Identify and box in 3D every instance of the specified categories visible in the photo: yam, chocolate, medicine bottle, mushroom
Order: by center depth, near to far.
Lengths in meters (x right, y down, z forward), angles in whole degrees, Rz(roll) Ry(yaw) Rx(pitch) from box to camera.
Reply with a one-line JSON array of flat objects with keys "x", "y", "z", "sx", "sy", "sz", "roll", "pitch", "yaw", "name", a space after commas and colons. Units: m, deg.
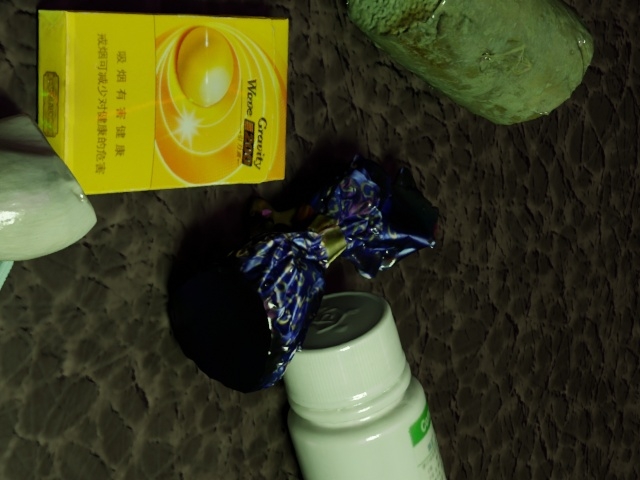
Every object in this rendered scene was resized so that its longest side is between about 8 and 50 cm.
[{"x": -0.267, "y": -0.026, "z": 1.243, "sx": 0.225, "sy": 0.116, "sz": 0.093, "roll": -21, "pitch": 154, "yaw": -36, "name": "mushroom"}, {"x": 0.001, "y": 0.000, "z": 1.556, "sx": 0.343, "sy": 0.148, "sz": 0.126, "roll": -41, "pitch": 163, "yaw": -45, "name": "chocolate"}, {"x": 0.037, "y": 0.176, "z": 1.611, "sx": 0.139, "sy": 0.139, "sz": 0.237, "roll": -38, "pitch": 121, "yaw": -40, "name": "medicine bottle"}, {"x": 0.146, "y": -0.220, "z": 1.666, "sx": 0.268, "sy": 0.161, "sz": 0.161, "roll": 30, "pitch": 72, "yaw": -48, "name": "yam"}]

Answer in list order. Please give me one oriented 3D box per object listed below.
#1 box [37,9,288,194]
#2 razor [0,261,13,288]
[{"x": -0.128, "y": -0.119, "z": 1.441, "sx": 0.269, "sy": 0.043, "sz": 0.152, "roll": -8, "pitch": 103, "yaw": -48, "name": "box"}, {"x": -0.293, "y": 0.107, "z": 1.276, "sx": 0.111, "sy": 0.056, "sz": 0.278, "roll": 28, "pitch": 64, "yaw": -11, "name": "razor"}]
